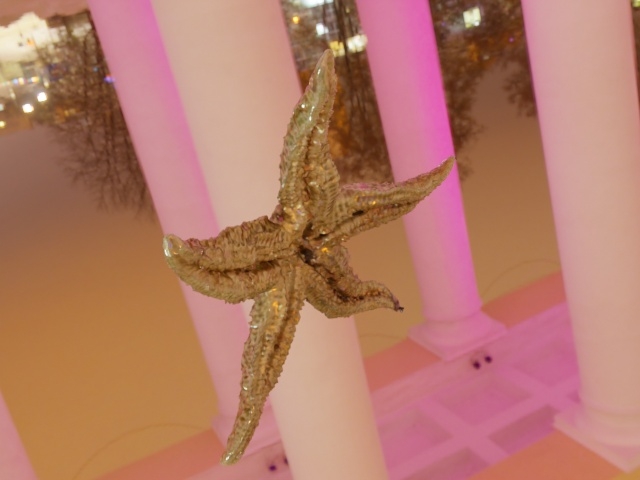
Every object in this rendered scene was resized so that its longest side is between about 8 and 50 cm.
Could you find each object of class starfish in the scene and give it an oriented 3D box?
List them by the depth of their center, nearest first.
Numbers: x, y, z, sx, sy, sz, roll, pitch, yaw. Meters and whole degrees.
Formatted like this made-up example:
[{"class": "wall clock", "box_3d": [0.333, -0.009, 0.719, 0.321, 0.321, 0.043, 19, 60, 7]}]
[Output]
[{"class": "starfish", "box_3d": [-0.002, -0.003, 0.590, 0.078, 0.358, 0.347, 32, -136, 31]}]
